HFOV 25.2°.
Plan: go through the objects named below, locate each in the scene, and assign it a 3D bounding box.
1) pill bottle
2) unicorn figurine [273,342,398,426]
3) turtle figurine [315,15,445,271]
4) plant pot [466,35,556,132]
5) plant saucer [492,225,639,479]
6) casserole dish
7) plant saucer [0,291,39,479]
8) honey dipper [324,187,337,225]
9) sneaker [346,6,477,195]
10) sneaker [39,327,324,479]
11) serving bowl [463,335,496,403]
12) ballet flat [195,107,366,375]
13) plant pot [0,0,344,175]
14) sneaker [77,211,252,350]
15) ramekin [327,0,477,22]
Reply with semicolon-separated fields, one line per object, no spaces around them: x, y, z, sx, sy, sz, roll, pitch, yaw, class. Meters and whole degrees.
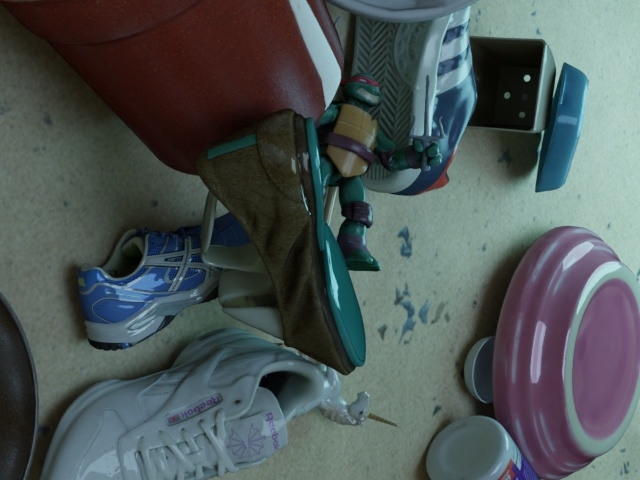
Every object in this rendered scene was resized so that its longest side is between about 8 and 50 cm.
0.215;0.309;1.741;0.108;0.108;0.193;-58;132;-25;pill bottle
-0.002;0.156;1.529;0.162;0.060;0.111;-10;103;-30;unicorn figurine
0.033;-0.095;1.445;0.175;0.118;0.234;17;75;-10;turtle figurine
0.226;-0.178;1.697;0.096;0.109;0.109;9;89;-60;plant pot
0.336;0.148;1.846;0.332;0.084;0.332;-12;104;-53;plant saucer
0.296;-0.134;1.750;0.188;0.037;0.114;94;8;-59;casserole dish
-0.362;0.150;1.132;0.311;0.050;0.310;-10;103;-46;plant saucer
0.000;0.000;1.525;0.030;0.030;0.160;22;77;-47;honey dipper
0.119;-0.217;1.565;0.148;0.131;0.350;13;91;-55;sneaker
-0.125;0.172;1.319;0.305;0.152;0.114;-34;121;-38;sneaker
0.202;0.158;1.766;0.083;0.027;0.083;-9;103;-47;serving bowl
-0.040;0.015;1.269;0.342;0.124;0.116;74;9;-56;ballet flat
-0.119;-0.210;1.211;0.272;0.272;0.265;-60;141;-24;plant pot
-0.136;0.020;1.335;0.211;0.080;0.081;-36;119;-36;sneaker
0.077;-0.342;1.407;0.127;0.273;0.272;-164;-106;-88;ramekin
